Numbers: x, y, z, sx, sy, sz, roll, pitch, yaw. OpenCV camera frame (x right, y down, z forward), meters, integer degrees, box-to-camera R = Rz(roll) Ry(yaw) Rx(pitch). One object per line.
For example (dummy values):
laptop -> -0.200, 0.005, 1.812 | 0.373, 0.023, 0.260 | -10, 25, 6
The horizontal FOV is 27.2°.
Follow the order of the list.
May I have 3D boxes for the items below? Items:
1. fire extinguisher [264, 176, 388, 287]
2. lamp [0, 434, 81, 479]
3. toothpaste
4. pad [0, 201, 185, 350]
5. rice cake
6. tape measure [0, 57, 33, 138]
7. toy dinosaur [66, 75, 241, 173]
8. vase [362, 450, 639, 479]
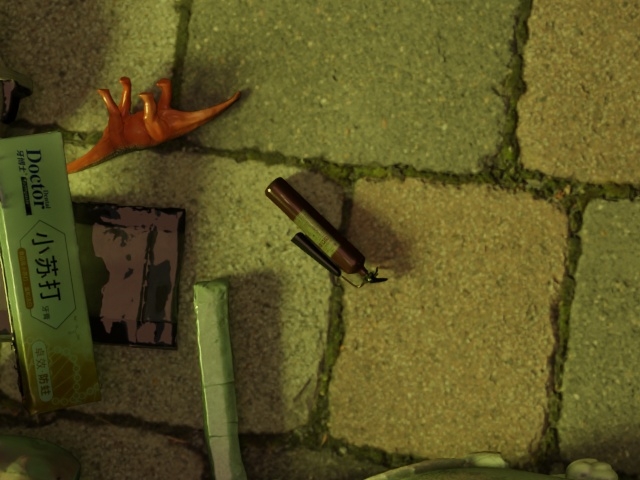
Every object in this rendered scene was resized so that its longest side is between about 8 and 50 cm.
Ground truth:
fire extinguisher -> 0.000, 0.000, 1.527 | 0.173, 0.035, 0.049 | 44, 88, 7
lamp -> -0.422, 0.245, 1.482 | 0.301, 0.247, 0.247 | 19, 59, -2
toothpaste -> -0.315, 0.034, 1.496 | 0.089, 0.071, 0.312 | -9, 96, -18
pad -> -0.277, 0.040, 1.553 | 0.233, 0.022, 0.174 | 4, 89, 4
rice cake -> -0.116, 0.166, 1.527 | 0.045, 0.042, 0.245 | -5, 89, -7
tape measure -> -0.449, -0.167, 1.524 | 0.236, 0.120, 0.197 | -38, 94, 0
toy dinosaur -> -0.229, -0.135, 1.536 | 0.280, 0.055, 0.101 | -8, 111, 2
vase -> 0.230, 0.337, 1.410 | 0.446, 0.250, 0.249 | -11, 88, 1
